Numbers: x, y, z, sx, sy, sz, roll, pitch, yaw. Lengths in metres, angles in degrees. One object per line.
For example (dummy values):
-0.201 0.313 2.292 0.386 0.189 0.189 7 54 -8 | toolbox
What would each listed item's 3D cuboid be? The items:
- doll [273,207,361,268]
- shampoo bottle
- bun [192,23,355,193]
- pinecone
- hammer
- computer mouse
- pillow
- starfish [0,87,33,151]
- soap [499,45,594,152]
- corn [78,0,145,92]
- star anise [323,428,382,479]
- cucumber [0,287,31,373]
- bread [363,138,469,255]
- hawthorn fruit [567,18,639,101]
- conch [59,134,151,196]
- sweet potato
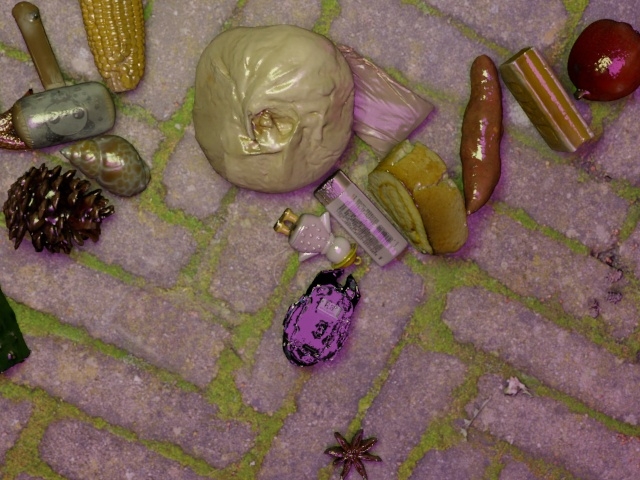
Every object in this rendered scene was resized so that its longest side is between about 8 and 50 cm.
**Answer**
0.000 0.000 1.645 0.207 0.081 0.129 29 103 -11 | doll
0.088 -0.048 1.656 0.086 0.056 0.227 -43 100 8 | shampoo bottle
-0.102 -0.263 1.502 0.361 0.213 0.361 4 112 11 | bun
-0.540 -0.057 1.545 0.204 0.179 0.184 26 121 -26 | pinecone
-0.551 -0.346 1.530 0.202 0.113 0.305 -19 87 -23 | hammer
-0.003 0.171 1.674 0.146 0.077 0.242 32 92 -9 | computer mouse
0.088 -0.292 1.611 0.270 0.067 0.173 34 99 -7 | pillow
-0.679 -0.227 1.559 0.213 0.057 0.238 33 96 -10 | starfish
0.475 -0.300 1.606 0.073 0.140 0.232 -38 101 2 | soap
-0.418 -0.473 1.507 0.130 0.130 0.347 -7 101 -4 | corn
0.078 0.496 1.752 0.141 0.042 0.141 0 97 -2 | star anise
-0.750 0.147 1.595 0.145 0.105 0.325 -22 98 0 | cucumber
0.209 -0.083 1.603 0.124 0.186 0.257 -38 105 -15 | bread
0.603 -0.372 1.602 0.169 0.169 0.188 41 97 -10 | hawthorn fruit
-0.433 -0.158 1.572 0.116 0.106 0.173 -23 116 18 | conch
0.349 -0.221 1.634 0.095 0.106 0.355 3 84 30 | sweet potato
